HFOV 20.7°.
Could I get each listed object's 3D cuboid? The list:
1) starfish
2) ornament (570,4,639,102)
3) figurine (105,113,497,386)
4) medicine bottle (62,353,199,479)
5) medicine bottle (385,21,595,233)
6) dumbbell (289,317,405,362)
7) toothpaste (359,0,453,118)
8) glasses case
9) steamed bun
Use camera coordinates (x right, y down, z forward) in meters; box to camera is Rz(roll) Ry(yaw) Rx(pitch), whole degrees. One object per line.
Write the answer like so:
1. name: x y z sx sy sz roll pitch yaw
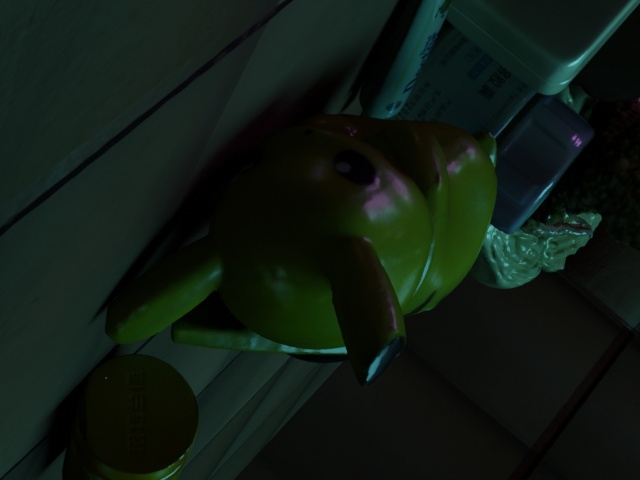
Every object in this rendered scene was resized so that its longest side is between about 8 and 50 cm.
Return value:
1. starfish: 0.314 -0.069 1.637 0.384 0.132 0.398 -51 -166 -14
2. ornament: 0.289 -0.254 1.617 0.221 0.235 0.217 -23 -168 31
3. figurine: 0.003 -0.002 1.240 0.327 0.218 0.169 -19 108 -65
4. medicine bottle: -0.154 0.164 1.393 0.096 0.096 0.192 -47 173 -23
5. medicine bottle: 0.146 -0.102 1.579 0.135 0.168 0.135 -48 174 -6
6. dumbbell: 0.012 0.036 1.576 0.143 0.143 0.325 -50 174 4
7. toothpaste: 0.071 -0.159 1.340 0.067 0.037 0.255 -45 169 -36
8. glasses case: 0.235 -0.266 1.402 0.313 0.131 0.070 -48 174 -15
9. steamed bun: 0.222 -0.098 2.043 0.289 0.203 0.276 -50 149 -16
